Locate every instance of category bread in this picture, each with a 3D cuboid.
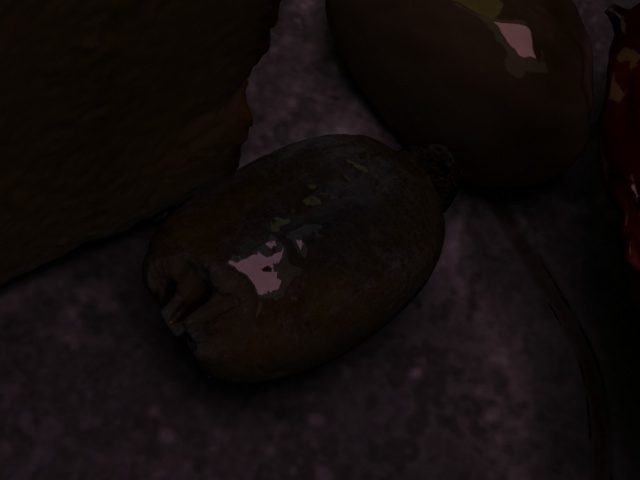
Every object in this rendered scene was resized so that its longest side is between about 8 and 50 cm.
[{"bbox_3d":[-0.171,-0.156,0.526,0.207,0.279,0.279,-29,73,-26],"label":"bread"}]

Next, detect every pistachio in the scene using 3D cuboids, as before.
[{"bbox_3d":[0.084,-0.111,0.675,0.185,0.126,0.108,44,16,16],"label":"pistachio"}]

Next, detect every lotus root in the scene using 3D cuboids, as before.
[{"bbox_3d":[0.000,0.000,0.590,0.192,0.088,0.113,-30,65,-29],"label":"lotus root"}]

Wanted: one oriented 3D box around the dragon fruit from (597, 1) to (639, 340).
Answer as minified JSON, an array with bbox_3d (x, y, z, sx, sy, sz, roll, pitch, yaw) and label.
[{"bbox_3d":[0.270,0.028,0.628,0.286,0.228,0.329,14,58,35],"label":"dragon fruit"}]
